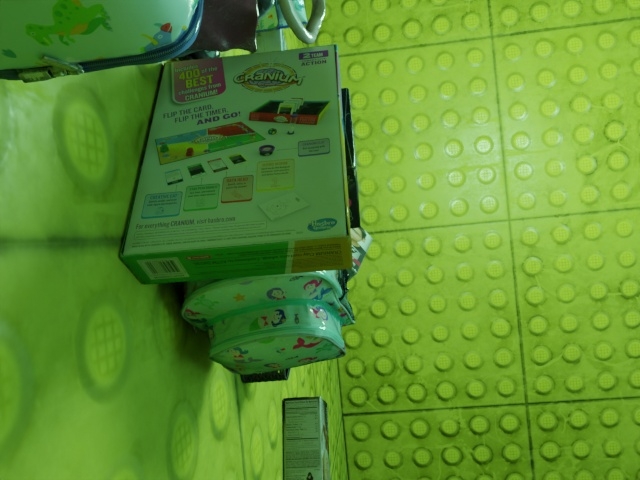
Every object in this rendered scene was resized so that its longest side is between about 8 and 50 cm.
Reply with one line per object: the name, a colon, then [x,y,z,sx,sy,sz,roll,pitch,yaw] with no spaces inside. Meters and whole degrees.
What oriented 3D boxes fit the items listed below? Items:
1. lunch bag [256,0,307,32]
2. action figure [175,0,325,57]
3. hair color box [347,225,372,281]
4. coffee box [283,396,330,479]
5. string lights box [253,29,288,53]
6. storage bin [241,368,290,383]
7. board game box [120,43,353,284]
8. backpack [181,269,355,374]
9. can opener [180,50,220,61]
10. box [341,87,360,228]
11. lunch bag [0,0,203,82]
lunch bag: [-0.119,-0.578,1.263,0.096,0.151,0.128,-142,-141,-62]
action figure: [-0.121,-0.364,0.529,0.370,0.276,0.247,100,-2,-52]
hair color box: [0.000,0.000,1.153,0.185,0.113,0.374,45,14,0]
coffee box: [-0.033,0.528,1.302,0.141,0.098,0.246,73,13,-63]
string lights box: [-0.123,-0.473,1.448,0.259,0.077,0.133,69,15,-70]
storage bin: [-0.107,0.165,0.982,0.122,0.085,0.180,-75,160,-75]
board game box: [-0.088,-0.106,0.636,0.064,0.243,0.316,79,9,-56]
backpack: [-0.073,0.076,0.722,0.253,0.226,0.190,69,11,-56]
can opener: [-0.185,-0.269,0.829,0.059,0.073,0.186,46,0,4]
box: [-0.072,-0.109,0.761,0.142,0.248,0.163,79,8,-55]
lunch bag: [-0.160,-0.214,0.346,0.090,0.176,0.218,71,14,-67]
